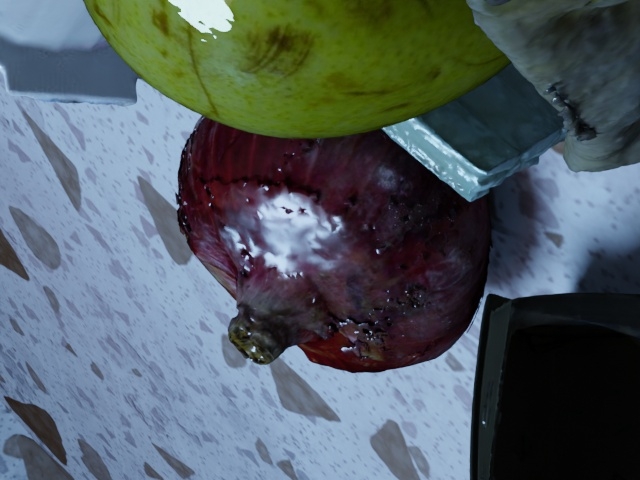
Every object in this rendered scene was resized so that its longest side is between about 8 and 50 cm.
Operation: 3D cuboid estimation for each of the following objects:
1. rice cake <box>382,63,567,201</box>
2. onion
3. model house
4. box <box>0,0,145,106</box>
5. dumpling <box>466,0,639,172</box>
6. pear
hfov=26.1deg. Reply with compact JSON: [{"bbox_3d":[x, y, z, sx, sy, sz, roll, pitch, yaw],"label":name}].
[{"bbox_3d":[0.061,-0.124,0.868,0.211,0.124,0.038,49,150,16],"label":"rice cake"},{"bbox_3d":[0.000,0.000,1.002,0.252,0.219,0.252,29,150,19],"label":"onion"},{"bbox_3d":[0.194,0.146,0.943,0.204,0.211,0.243,4,171,-2],"label":"model house"},{"bbox_3d":[-0.145,-0.238,0.922,0.291,0.262,0.206,45,144,-6],"label":"box"},{"bbox_3d":[0.169,-0.114,0.668,0.332,0.166,0.086,25,-134,-72],"label":"dumpling"},{"bbox_3d":[0.000,-0.189,0.720,0.283,0.283,0.283,37,151,25],"label":"pear"}]
